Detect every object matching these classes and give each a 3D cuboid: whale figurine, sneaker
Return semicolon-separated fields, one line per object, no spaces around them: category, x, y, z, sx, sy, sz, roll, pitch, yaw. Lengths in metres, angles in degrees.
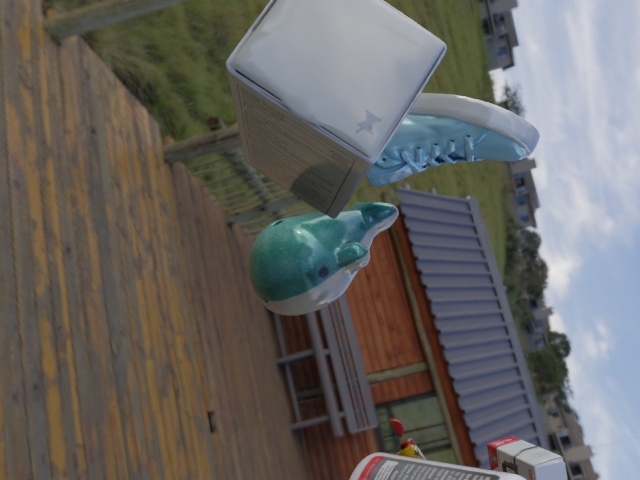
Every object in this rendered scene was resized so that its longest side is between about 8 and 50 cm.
whale figurine;0.000;0.000;1.011;0.216;0.272;0.141;6;-49;59
sneaker;0.142;-0.144;0.965;0.135;0.366;0.150;26;79;-65

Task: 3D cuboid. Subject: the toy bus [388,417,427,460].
toy bus;0.157;0.439;1.136;0.202;0.104;0.191;57;-4;-17

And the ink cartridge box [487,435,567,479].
ink cartridge box;0.378;0.435;1.132;0.150;0.063;0.109;169;-87;-73

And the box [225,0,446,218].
box;0.003;-0.127;0.635;0.148;0.121;0.311;34;-8;-1

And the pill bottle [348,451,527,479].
pill bottle;0.181;0.369;0.782;0.161;0.283;0.161;8;81;-53
